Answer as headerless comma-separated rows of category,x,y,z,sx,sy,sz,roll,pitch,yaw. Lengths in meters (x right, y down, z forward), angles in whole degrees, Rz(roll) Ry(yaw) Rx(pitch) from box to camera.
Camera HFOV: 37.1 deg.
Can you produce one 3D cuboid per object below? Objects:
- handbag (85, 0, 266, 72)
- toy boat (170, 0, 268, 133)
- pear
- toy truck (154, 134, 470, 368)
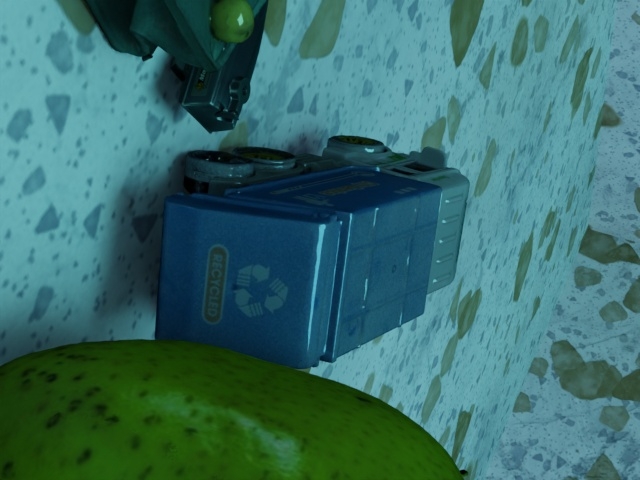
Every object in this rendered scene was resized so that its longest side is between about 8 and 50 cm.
handbag,-0.067,-0.269,0.588,0.268,0.100,0.274,-60,155,-26
toy boat,-0.071,-0.155,0.724,0.055,0.060,0.141,44,58,-65
pear,-0.084,0.175,0.613,0.238,0.318,0.342,-61,-177,13
toy truck,0.000,0.000,0.825,0.367,0.175,0.146,-20,122,-56
